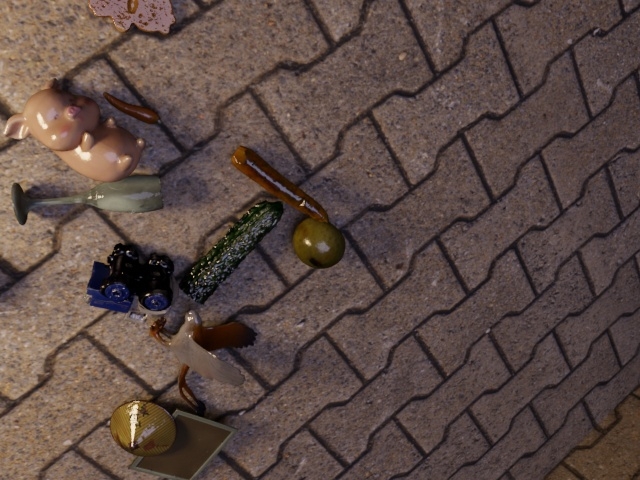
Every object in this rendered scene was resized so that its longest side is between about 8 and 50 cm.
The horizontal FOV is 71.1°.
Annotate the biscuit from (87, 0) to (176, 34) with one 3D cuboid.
[{"bbox_3d":[-0.426,-0.541,1.012,0.184,0.027,0.133,-7,108,-22],"label":"biscuit"}]

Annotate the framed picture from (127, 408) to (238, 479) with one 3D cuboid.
[{"bbox_3d":[-0.411,0.623,1.347,0.217,0.017,0.274,34,104,-27],"label":"framed picture"}]

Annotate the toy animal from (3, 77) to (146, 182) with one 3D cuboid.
[{"bbox_3d":[-0.526,-0.234,0.997,0.250,0.166,0.154,39,129,-23],"label":"toy animal"}]

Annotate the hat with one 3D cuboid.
[{"bbox_3d":[-0.507,0.546,1.242,0.193,0.082,0.192,1,105,2],"label":"hat"}]

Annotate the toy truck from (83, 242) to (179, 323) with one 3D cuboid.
[{"bbox_3d":[-0.479,0.130,1.139,0.213,0.161,0.176,20,117,-27],"label":"toy truck"}]

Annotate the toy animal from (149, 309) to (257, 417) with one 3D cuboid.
[{"bbox_3d":[-0.367,0.332,1.276,0.302,0.225,0.284,40,109,-15],"label":"toy animal"}]

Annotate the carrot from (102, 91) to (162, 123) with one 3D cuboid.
[{"bbox_3d":[-0.449,-0.313,1.070,0.142,0.035,0.035,21,97,-22],"label":"carrot"}]

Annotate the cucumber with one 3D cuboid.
[{"bbox_3d":[-0.235,0.017,1.224,0.359,0.096,0.096,-49,117,-3],"label":"cucumber"}]

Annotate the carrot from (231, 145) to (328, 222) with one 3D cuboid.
[{"bbox_3d":[-0.101,-0.144,1.216,0.314,0.066,0.066,35,90,-13],"label":"carrot"}]

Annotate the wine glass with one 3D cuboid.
[{"bbox_3d":[-0.548,-0.033,1.110,0.310,0.096,0.264,-8,128,-21],"label":"wine glass"}]

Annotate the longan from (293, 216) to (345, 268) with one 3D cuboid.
[{"bbox_3d":[0.000,0.000,1.298,0.154,0.145,0.176,69,34,-42],"label":"longan"}]
